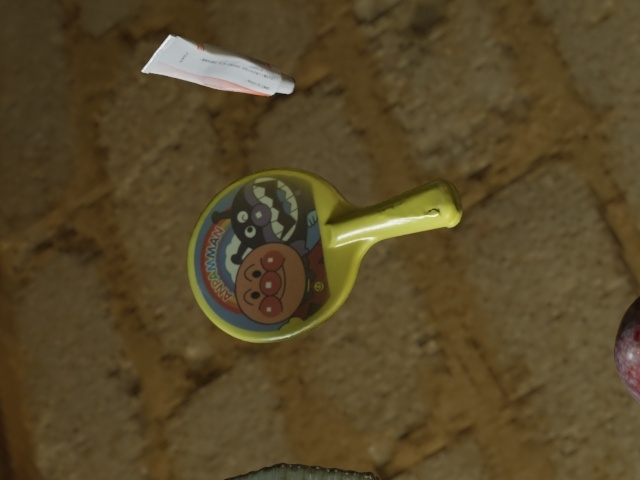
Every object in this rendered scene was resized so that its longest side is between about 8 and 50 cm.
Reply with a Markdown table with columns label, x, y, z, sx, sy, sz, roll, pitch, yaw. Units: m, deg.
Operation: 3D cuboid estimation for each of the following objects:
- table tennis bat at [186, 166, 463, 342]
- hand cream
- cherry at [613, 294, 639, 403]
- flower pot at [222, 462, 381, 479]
| label | x | y | z | sx | sy | sz | roll | pitch | yaw |
| --- | --- | --- | --- | --- | --- | --- | --- | --- | --- |
| table tennis bat | 0.000 | 0.000 | 2.128 | 0.054 | 0.368 | 0.224 | 32 | -134 | -65 |
| hand cream | -0.113 | -0.198 | 2.000 | 0.216 | 0.052 | 0.038 | 10 | -168 | -45 |
| cherry | 0.528 | 0.149 | 2.408 | 0.203 | 0.230 | 0.300 | 43 | 169 | 17 |
| flower pot | -0.016 | 0.384 | 2.035 | 0.239 | 0.209 | 0.190 | 52 | -145 | -59 |
